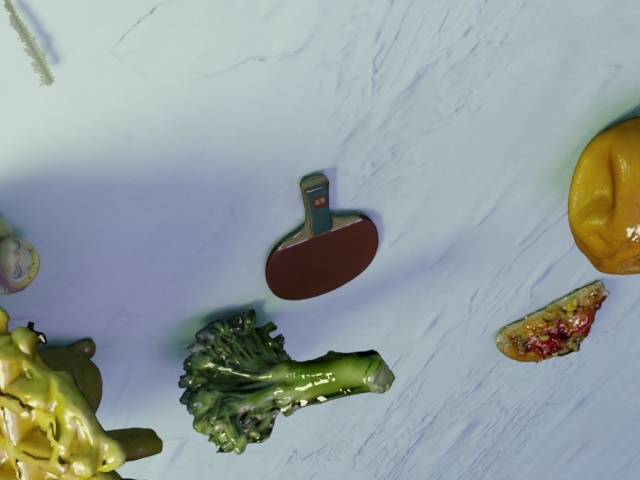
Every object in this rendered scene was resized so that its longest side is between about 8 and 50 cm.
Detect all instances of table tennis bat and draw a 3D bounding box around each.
[{"bbox_3d":[0.000,0.000,1.699,0.154,0.021,0.274,-21,151,-9],"label":"table tennis bat"}]

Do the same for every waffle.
[{"bbox_3d":[-0.350,0.194,1.412,0.095,0.379,0.382,-37,170,-40],"label":"waffle"}]

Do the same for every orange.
[{"bbox_3d":[0.441,-0.067,1.771,0.249,0.183,0.249,-14,165,-4],"label":"orange"}]

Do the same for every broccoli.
[{"bbox_3d":[-0.064,0.183,1.718,0.275,0.177,0.199,0,-160,45],"label":"broccoli"}]

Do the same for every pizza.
[{"bbox_3d":[0.380,0.139,2.161,0.201,0.053,0.193,2,140,-38],"label":"pizza"}]

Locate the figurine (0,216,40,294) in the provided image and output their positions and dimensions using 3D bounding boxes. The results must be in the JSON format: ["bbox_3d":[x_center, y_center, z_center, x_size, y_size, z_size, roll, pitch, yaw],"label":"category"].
[{"bbox_3d":[-0.357,0.010,1.404,0.083,0.083,0.187,-33,155,11],"label":"figurine"}]

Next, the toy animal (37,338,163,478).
[{"bbox_3d":[-0.295,0.303,1.638,0.181,0.363,0.180,-39,162,27],"label":"toy animal"}]

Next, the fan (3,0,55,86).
[{"bbox_3d":[-0.282,-0.233,1.140,0.191,0.009,0.329,-26,147,-3],"label":"fan"}]
